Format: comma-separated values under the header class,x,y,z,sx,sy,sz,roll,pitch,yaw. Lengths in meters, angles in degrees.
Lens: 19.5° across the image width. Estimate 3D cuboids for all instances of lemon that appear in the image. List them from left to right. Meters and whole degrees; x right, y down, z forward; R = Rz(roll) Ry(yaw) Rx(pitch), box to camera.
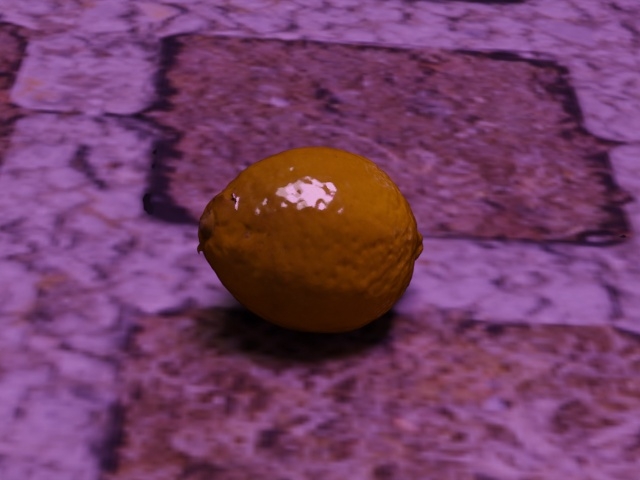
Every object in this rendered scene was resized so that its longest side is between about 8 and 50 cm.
class,x,y,z,sx,sy,sz,roll,pitch,yaw
lemon,0.000,0.000,0.637,0.092,0.065,0.065,6,23,-36
